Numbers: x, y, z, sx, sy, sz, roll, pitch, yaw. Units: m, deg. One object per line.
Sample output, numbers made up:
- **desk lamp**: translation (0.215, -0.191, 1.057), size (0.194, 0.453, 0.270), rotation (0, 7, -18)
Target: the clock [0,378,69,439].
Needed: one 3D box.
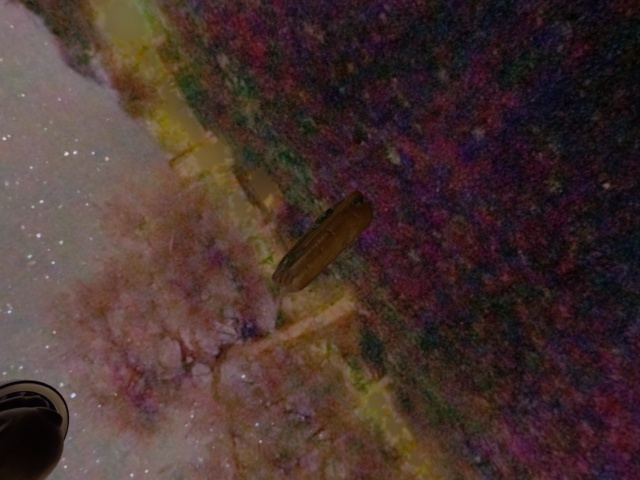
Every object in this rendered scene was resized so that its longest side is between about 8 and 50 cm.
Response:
- **clock**: translation (-0.726, 0.447, 0.974), size (0.083, 0.230, 0.231), rotation (-13, 120, 35)

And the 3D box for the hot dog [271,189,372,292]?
- **hot dog**: translation (0.000, 0.000, 0.824), size (0.068, 0.249, 0.100), rotation (50, 171, -30)

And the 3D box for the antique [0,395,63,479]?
- **antique**: translation (-0.444, 0.301, 0.497), size (0.143, 0.256, 0.121), rotation (-2, 108, 44)
